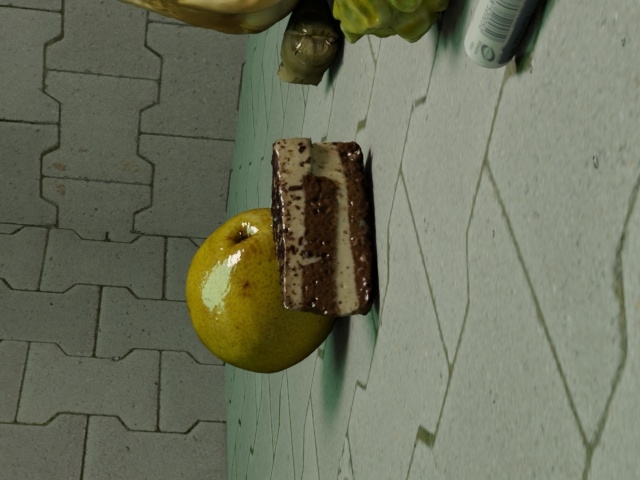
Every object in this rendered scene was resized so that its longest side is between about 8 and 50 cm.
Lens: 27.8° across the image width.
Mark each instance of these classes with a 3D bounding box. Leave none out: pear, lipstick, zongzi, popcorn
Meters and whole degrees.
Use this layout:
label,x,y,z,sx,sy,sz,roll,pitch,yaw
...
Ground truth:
label,x,y,z,sx,sy,sz,roll,pitch,yaw
pear,-0.070,0.059,1.640,0.209,0.209,0.208,-176,90,-82
lipstick,0.133,-0.173,0.888,0.141,0.040,0.040,106,166,-57
zongzi,-0.006,-0.324,1.878,0.160,0.079,0.176,151,131,-73
popcorn,0.060,-0.252,1.170,0.173,0.142,0.173,44,142,48

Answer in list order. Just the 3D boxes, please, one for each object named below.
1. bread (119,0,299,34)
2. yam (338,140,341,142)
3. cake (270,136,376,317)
label,x,y,z,sx,sy,sz,roll,pitch,yaw
bread,-0.151,-0.407,1.888,0.245,0.329,0.424,57,172,-9
yam,0.025,-0.077,1.707,0.014,0.014,0.107,-122,37,-77
cake,0.000,0.012,1.501,0.135,0.112,0.246,101,167,-55
